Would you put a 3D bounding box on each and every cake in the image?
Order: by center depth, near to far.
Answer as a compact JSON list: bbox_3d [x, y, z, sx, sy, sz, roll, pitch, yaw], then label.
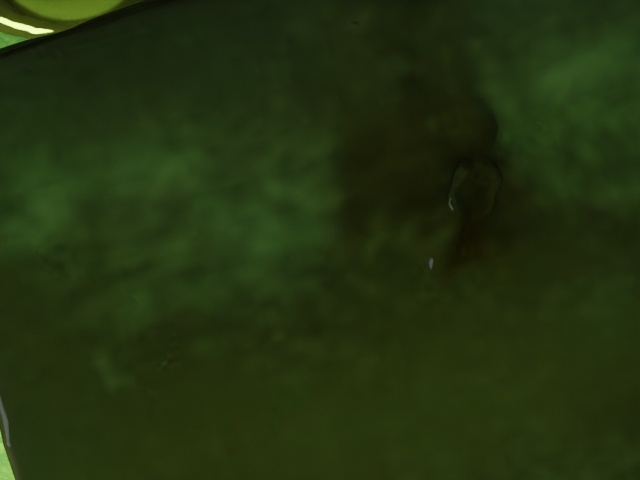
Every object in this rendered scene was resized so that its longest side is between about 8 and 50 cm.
[{"bbox_3d":[0.002,0.023,0.565,0.309,0.230,0.237,-133,33,-80],"label":"cake"}]

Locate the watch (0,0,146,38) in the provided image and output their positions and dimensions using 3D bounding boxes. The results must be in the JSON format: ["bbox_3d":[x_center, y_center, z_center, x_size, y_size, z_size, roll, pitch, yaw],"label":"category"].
[{"bbox_3d":[-0.176,-0.323,1.258,0.335,0.314,0.327,-62,5,21],"label":"watch"}]
